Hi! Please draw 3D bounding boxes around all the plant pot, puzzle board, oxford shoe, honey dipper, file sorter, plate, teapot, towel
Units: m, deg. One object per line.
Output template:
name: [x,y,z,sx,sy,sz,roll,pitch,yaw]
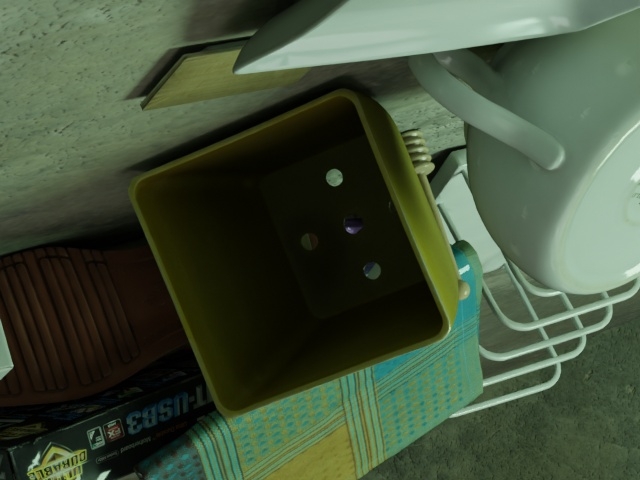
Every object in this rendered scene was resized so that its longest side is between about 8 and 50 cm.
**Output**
plant pot: [0.000,0.000,1.668,0.212,0.212,0.187,-22,-179,20]
puzzle board: [-0.056,-0.124,1.420,0.128,0.011,0.096,-13,167,-27]
oxford shoe: [-0.197,0.069,1.846,0.397,0.140,0.146,-13,176,-12]
honey dipper: [0.104,-0.022,1.787,0.030,0.160,0.030,-18,164,-5]
file sorter: [0.199,0.033,2.042,0.193,0.173,0.277,-14,155,-28]
plate: [0.107,-0.165,1.275,0.277,0.045,0.278,-10,177,-21]
teapot: [0.200,-0.094,1.566,0.252,0.187,0.256,-34,147,-18]
towel: [-0.002,0.168,1.855,0.370,0.040,0.271,-33,150,-17]

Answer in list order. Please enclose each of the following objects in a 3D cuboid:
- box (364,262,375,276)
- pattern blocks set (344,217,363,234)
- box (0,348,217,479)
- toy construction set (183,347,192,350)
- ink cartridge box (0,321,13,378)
box: [0.036,0.029,2.273,0.136,0.036,0.225,-16,169,-11]
pattern blocks set: [-0.027,0.103,2.167,0.285,0.026,0.325,15,122,-44]
box: [-0.238,0.172,1.852,0.293,0.073,0.295,-20,-170,-40]
toy construction set: [-0.085,0.170,2.396,0.257,0.237,0.309,-40,133,4]
ink cartridge box: [-0.294,0.048,1.523,0.063,0.150,0.109,-12,168,-26]
